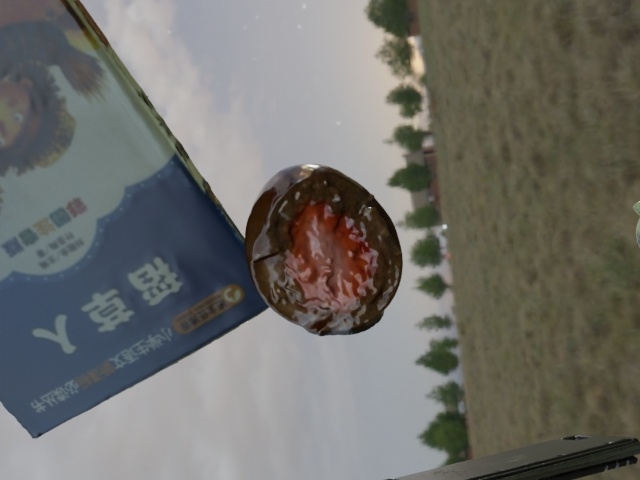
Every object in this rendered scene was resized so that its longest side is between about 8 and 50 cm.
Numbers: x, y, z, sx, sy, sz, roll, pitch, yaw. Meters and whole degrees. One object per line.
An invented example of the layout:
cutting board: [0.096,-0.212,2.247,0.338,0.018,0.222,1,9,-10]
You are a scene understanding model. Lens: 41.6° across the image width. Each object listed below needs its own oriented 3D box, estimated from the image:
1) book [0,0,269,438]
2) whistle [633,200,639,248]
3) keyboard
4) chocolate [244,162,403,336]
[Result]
book: [-0.272,-0.041,0.768,0.428,0.300,0.039,56,-170,-19]
whistle: [0.466,0.011,1.052,0.105,0.085,0.227,45,-173,-18]
keyboard: [0.140,0.177,0.639,0.094,0.230,0.025,-23,73,59]
chocolate: [0.000,0.000,0.680,0.124,0.127,0.133,-23,-60,-38]
